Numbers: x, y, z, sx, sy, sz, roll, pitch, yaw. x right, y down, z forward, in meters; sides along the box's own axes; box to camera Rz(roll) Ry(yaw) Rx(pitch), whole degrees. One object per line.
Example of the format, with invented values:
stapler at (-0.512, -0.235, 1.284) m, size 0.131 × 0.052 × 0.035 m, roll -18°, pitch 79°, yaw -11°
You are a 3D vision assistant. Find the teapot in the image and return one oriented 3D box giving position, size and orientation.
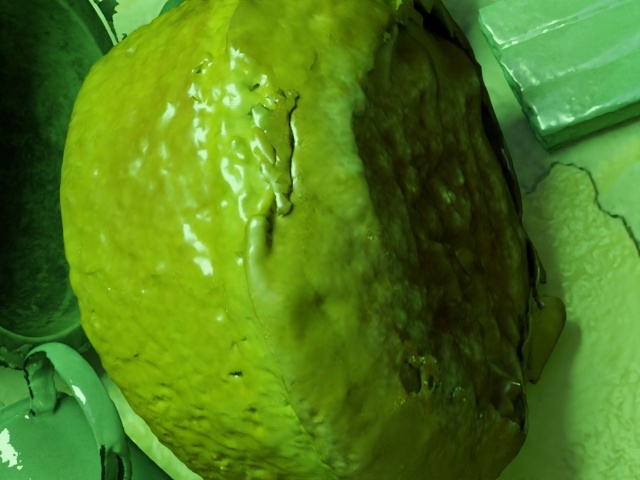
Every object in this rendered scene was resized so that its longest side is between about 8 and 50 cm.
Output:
teapot at (-0.176, 0.155, 1.268) m, size 0.162 × 0.239 × 0.149 m, roll -21°, pitch 64°, yaw -33°

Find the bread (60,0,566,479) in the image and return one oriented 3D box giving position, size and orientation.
bread at (0.001, 0.002, 1.201) m, size 0.204 × 0.358 × 0.337 m, roll -8°, pitch 69°, yaw 28°

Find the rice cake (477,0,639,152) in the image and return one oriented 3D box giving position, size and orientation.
rice cake at (0.225, -0.147, 1.347) m, size 0.211 × 0.038 × 0.124 m, roll -26°, pitch 66°, yaw 5°

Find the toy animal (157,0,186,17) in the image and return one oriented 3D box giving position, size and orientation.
toy animal at (-0.045, -0.139, 1.346) m, size 0.251 × 0.127 × 0.125 m, roll -22°, pitch 42°, yaw -13°

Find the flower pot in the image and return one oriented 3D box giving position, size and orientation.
flower pot at (-0.282, -0.048, 1.348) m, size 0.259 × 0.290 × 0.290 m, roll -5°, pitch 69°, yaw 28°
